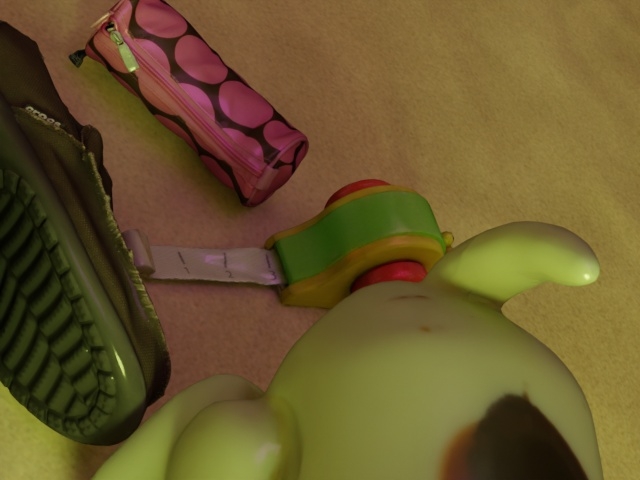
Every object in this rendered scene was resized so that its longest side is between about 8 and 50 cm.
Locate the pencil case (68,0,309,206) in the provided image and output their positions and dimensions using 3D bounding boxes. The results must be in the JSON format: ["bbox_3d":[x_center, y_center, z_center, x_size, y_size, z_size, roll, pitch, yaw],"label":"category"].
[{"bbox_3d":[-0.107,-0.121,1.068,0.209,0.095,0.098,42,3,-1],"label":"pencil case"}]

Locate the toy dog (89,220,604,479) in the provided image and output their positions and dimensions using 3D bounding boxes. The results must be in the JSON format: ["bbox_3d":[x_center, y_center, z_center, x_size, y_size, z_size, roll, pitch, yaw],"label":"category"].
[{"bbox_3d":[0.081,0.226,0.644,0.285,0.395,0.408,33,17,-28],"label":"toy dog"}]

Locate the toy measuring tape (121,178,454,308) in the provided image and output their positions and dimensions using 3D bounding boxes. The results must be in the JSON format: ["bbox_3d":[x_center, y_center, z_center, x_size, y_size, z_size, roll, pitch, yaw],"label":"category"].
[{"bbox_3d":[0.000,0.000,1.035,0.330,0.121,0.121,7,52,-38],"label":"toy measuring tape"}]

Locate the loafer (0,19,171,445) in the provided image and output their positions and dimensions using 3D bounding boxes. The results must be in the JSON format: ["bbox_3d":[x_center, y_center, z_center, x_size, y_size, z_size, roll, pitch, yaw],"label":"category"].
[{"bbox_3d":[-0.187,-0.031,0.877,0.130,0.134,0.366,-8,62,-45],"label":"loafer"}]
